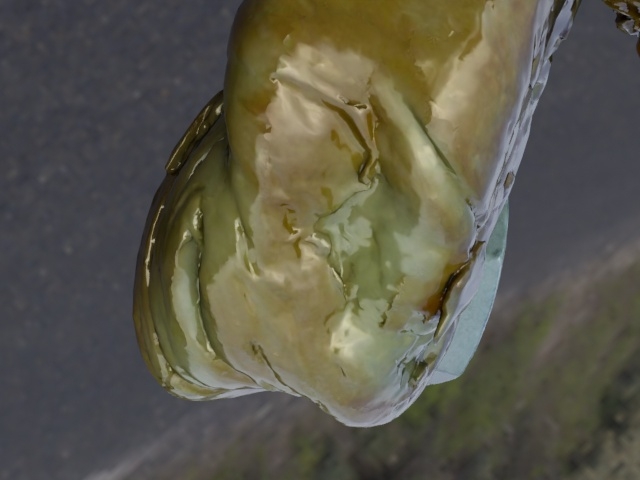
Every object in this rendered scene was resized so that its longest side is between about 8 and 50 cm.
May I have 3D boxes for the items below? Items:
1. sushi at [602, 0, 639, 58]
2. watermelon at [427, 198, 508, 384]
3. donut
[{"bbox_3d":[0.295,-0.203,1.328,0.213,0.204,0.200,15,158,-24],"label":"sushi"},{"bbox_3d":[0.000,0.000,1.580,0.258,0.228,0.387,17,160,-31],"label":"watermelon"},{"bbox_3d":[0.030,-0.069,0.992,0.360,0.170,0.360,21,90,-84],"label":"donut"}]
